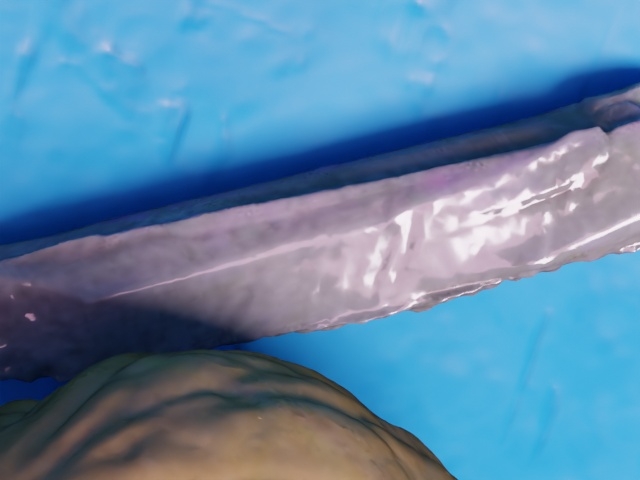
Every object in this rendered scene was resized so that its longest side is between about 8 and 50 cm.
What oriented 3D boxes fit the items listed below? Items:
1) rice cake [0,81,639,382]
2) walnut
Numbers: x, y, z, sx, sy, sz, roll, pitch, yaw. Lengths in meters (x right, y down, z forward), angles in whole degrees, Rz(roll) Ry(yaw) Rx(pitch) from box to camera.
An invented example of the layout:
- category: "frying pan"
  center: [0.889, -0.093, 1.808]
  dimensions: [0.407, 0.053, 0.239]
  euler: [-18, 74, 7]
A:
- category: "rice cake"
  center: [0.000, 0.000, 0.573]
  dimensions: [0.270, 0.049, 0.055]
  euler: [-15, 107, 0]
- category: "walnut"
  center: [-0.041, 0.144, 0.547]
  dimensions: [0.225, 0.225, 0.261]
  euler: [-27, 137, 8]
